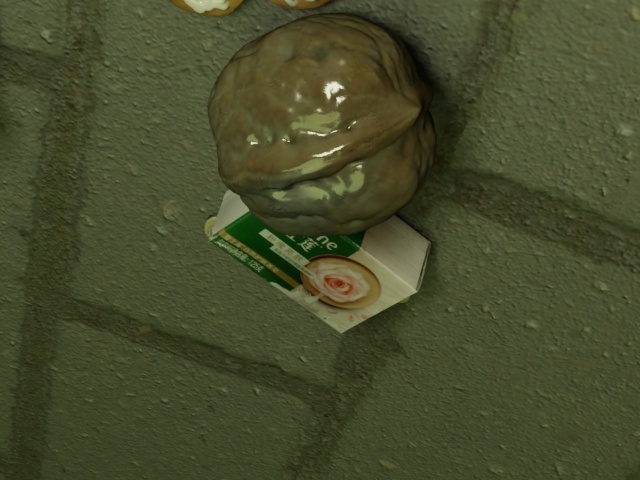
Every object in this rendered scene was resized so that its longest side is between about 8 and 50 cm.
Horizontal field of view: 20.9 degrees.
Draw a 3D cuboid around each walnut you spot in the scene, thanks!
[{"bbox_3d":[0.007,-0.108,1.613,0.224,0.224,0.224,14,146,9],"label":"walnut"}]

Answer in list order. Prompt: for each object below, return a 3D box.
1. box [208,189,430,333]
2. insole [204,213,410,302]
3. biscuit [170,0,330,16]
[{"bbox_3d":[0.000,0.000,1.860,0.199,0.081,0.135,34,139,-22],"label":"box"},{"bbox_3d":[-0.015,0.021,1.966,0.248,0.011,0.081,18,147,4],"label":"insole"},{"bbox_3d":[-0.130,-0.316,1.517,0.216,0.047,0.340,-3,141,29],"label":"biscuit"}]
